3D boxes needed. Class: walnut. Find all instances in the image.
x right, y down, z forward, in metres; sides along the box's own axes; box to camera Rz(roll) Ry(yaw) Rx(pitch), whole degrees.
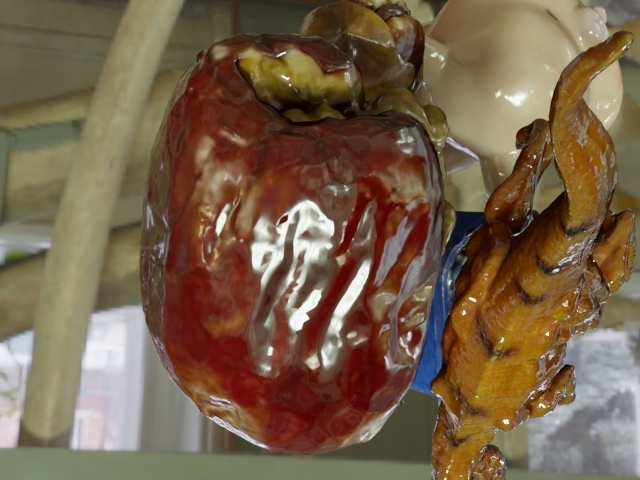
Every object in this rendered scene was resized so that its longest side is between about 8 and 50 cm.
[{"bbox_3d":[0.000,0.000,0.753,0.243,0.222,0.269,-5,126,-26],"label":"walnut"},{"bbox_3d":[0.034,-0.157,0.910,0.115,0.116,0.207,-2,179,10],"label":"walnut"}]

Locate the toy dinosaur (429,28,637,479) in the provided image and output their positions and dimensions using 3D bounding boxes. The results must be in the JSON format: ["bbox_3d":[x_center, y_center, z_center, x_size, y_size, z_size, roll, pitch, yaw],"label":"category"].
[{"bbox_3d":[0.127,0.007,0.624,0.097,0.208,0.432,20,137,19],"label":"toy dinosaur"}]

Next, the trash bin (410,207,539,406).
[{"bbox_3d":[0.076,0.042,0.980,0.234,0.163,0.184,7,-156,31],"label":"trash bin"}]

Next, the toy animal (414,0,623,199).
[{"bbox_3d":[0.158,-0.163,1.138,0.326,0.237,0.269,-24,-163,38],"label":"toy animal"}]
